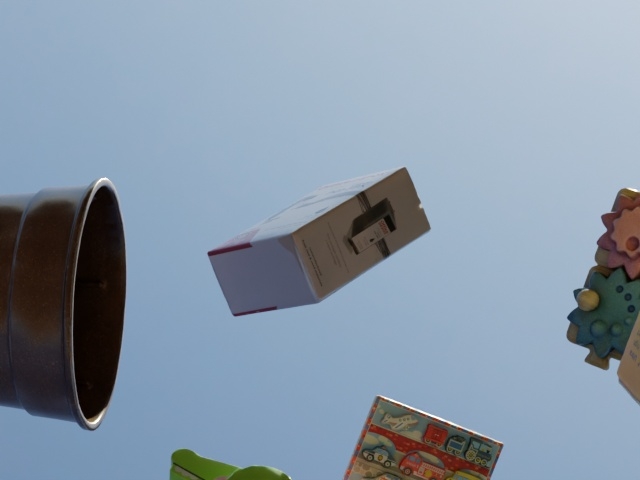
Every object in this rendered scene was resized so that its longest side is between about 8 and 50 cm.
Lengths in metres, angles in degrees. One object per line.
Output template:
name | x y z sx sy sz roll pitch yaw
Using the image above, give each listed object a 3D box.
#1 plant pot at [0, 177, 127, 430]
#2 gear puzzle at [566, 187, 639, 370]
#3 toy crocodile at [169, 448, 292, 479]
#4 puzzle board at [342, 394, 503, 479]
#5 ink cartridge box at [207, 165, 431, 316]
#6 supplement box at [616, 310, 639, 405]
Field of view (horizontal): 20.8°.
plant pot | -0.225 0.038 1.149 0.165 0.167 0.167 3 -135 4
gear puzzle | 0.380 0.073 1.563 0.339 0.175 0.044 21 -179 33
toy crocodile | 0.007 0.266 1.480 0.340 0.115 0.105 20 -144 31
puzzle board | 0.091 0.205 1.563 0.128 0.011 0.096 22 -92 -11
ink cartridge box | 0.000 0.000 1.289 0.135 0.099 0.056 -32 -77 -42
supplement box | 0.405 0.004 1.373 0.194 0.356 0.195 16 -168 -11
